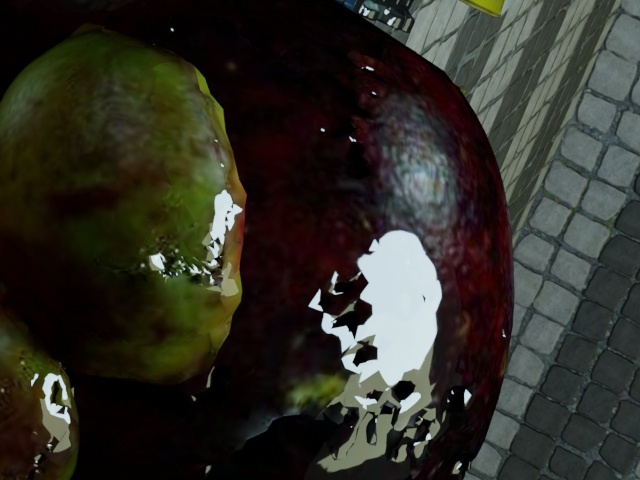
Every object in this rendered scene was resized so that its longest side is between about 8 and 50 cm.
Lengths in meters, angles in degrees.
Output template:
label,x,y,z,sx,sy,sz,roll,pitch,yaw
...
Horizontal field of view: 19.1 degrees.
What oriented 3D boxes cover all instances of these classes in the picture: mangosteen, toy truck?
label,x,y,z,sx,sy,sz,roll,pitch,yaw
mangosteen,-0.091,0.008,1.017,0.421,0.381,0.381,39,77,-50
toy truck,0.046,-0.237,1.672,0.074,0.088,0.202,-63,164,11

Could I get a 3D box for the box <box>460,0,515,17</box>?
label,x,y,z,sx,sy,sz,roll,pitch,yaw
box,0.217,-0.393,2.036,0.168,0.097,0.265,-49,162,-50

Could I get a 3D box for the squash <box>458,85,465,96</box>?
label,x,y,z,sx,sy,sz,roll,pitch,yaw
squash,0.127,-0.057,2.325,0.287,0.137,0.137,-58,167,-31
